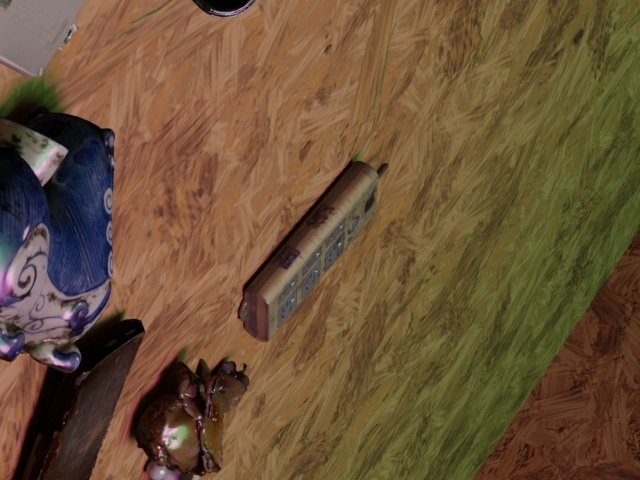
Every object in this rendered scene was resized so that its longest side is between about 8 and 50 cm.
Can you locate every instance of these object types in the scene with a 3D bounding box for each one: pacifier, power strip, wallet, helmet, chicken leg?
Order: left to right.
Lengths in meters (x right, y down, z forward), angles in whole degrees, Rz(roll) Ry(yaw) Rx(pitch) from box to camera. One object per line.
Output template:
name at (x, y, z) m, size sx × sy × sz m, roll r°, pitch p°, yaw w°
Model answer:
power strip at (-0.213, -0.163, 1.192) m, size 0.081 × 0.035 × 0.192 m, roll -60°, pitch 162°, yaw 2°
wallet at (-0.231, 0.180, 1.677) m, size 0.122 × 0.031 × 0.232 m, roll -33°, pitch 151°, yaw -58°
pacifier at (-0.165, 0.253, 1.955) m, size 0.064 × 0.068 × 0.083 m, roll 35°, pitch 63°, yaw -39°
chicken leg at (-0.125, 0.185, 1.902) m, size 0.196 × 0.080 × 0.125 m, roll 19°, pitch 87°, yaw -73°
helmet at (-0.084, -0.220, 1.427) m, size 0.065 × 0.049 × 0.084 m, roll -18°, pitch 116°, yaw -18°
power strip at (0.000, 0.000, 2.014) m, size 0.268 × 0.034 × 0.092 m, roll -50°, pitch 159°, yaw -30°

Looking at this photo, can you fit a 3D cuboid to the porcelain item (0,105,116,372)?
porcelain item at (-0.218, -0.013, 1.256) m, size 0.288 × 0.138 × 0.186 m, roll 33°, pitch 76°, yaw -73°
